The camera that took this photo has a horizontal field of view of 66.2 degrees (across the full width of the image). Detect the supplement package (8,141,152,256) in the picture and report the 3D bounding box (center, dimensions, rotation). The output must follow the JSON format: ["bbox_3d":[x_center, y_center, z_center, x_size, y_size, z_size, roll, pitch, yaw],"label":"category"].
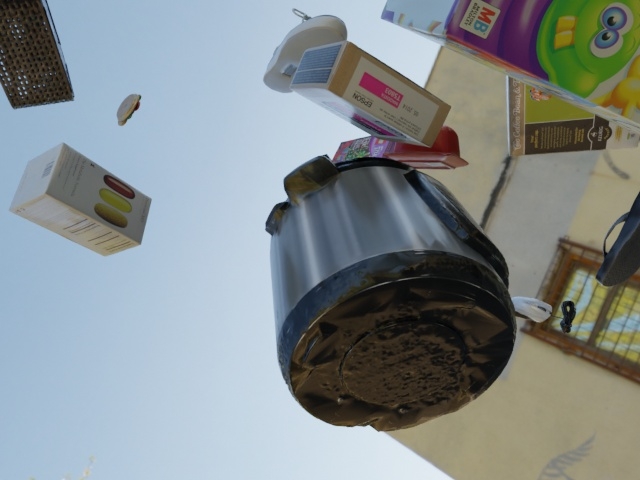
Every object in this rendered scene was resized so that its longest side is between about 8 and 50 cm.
[{"bbox_3d":[-0.531,-0.083,1.113,0.244,0.134,0.139,39,-136,-48],"label":"supplement package"}]

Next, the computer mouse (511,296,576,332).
[{"bbox_3d":[0.600,0.192,1.363,0.106,0.193,0.042,-52,-46,-34],"label":"computer mouse"}]

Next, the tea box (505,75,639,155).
[{"bbox_3d":[0.667,-0.427,1.309,0.220,0.324,0.329,-68,-30,-47],"label":"tea box"}]

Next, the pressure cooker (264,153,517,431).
[{"bbox_3d":[0.089,0.057,0.859,0.376,0.420,0.369,5,-56,-12],"label":"pressure cooker"}]

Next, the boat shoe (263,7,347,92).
[{"bbox_3d":[-0.033,-0.516,1.268,0.136,0.367,0.156,18,-102,-22],"label":"boat shoe"}]

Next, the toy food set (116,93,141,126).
[{"bbox_3d":[-0.471,-0.325,1.207,0.020,0.083,0.083,35,-139,-44],"label":"toy food set"}]

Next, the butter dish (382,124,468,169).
[{"bbox_3d":[0.238,-0.222,1.085,0.160,0.160,0.118,3,-86,-58],"label":"butter dish"}]

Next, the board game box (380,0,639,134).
[{"bbox_3d":[0.211,-0.176,0.365,0.275,0.144,0.142,15,-66,-18],"label":"board game box"}]

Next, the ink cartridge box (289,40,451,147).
[{"bbox_3d":[0.085,-0.263,0.902,0.235,0.193,0.088,22,-83,-26],"label":"ink cartridge box"}]

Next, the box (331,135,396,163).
[{"bbox_3d":[0.088,-0.163,1.351,0.057,0.201,0.293,44,-120,-35],"label":"box"}]

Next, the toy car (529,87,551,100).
[{"bbox_3d":[0.428,-0.307,0.902,0.122,0.041,0.060,-58,-26,-7],"label":"toy car"}]

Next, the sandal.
[{"bbox_3d":[0.625,-0.024,0.984,0.097,0.054,0.254,19,-80,-31],"label":"sandal"}]

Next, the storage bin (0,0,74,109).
[{"bbox_3d":[-0.407,-0.284,0.667,0.084,0.122,0.180,-16,-30,-19],"label":"storage bin"}]
